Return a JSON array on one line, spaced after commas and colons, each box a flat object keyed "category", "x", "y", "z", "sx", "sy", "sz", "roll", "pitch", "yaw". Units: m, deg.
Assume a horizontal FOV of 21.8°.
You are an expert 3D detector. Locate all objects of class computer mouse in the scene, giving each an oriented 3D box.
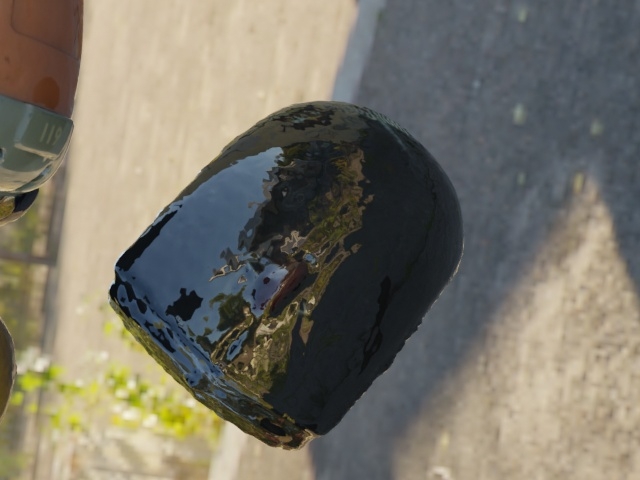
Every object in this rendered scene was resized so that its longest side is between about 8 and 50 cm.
[{"category": "computer mouse", "x": 0.000, "y": 0.000, "z": 1.064, "sx": 0.269, "sy": 0.170, "sz": 0.100, "roll": -48, "pitch": -6, "yaw": -39}]

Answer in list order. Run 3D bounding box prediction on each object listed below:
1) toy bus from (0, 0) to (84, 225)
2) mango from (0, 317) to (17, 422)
[{"category": "toy bus", "x": -0.278, "y": -0.139, "z": 0.992, "sx": 0.194, "sy": 0.288, "sz": 0.232, "roll": 10, "pitch": -85, "yaw": -74}, {"category": "mango", "x": -0.367, "y": 0.087, "z": 1.179, "sx": 0.329, "sy": 0.176, "sz": 0.175, "roll": 4, "pitch": 80, "yaw": 35}]
